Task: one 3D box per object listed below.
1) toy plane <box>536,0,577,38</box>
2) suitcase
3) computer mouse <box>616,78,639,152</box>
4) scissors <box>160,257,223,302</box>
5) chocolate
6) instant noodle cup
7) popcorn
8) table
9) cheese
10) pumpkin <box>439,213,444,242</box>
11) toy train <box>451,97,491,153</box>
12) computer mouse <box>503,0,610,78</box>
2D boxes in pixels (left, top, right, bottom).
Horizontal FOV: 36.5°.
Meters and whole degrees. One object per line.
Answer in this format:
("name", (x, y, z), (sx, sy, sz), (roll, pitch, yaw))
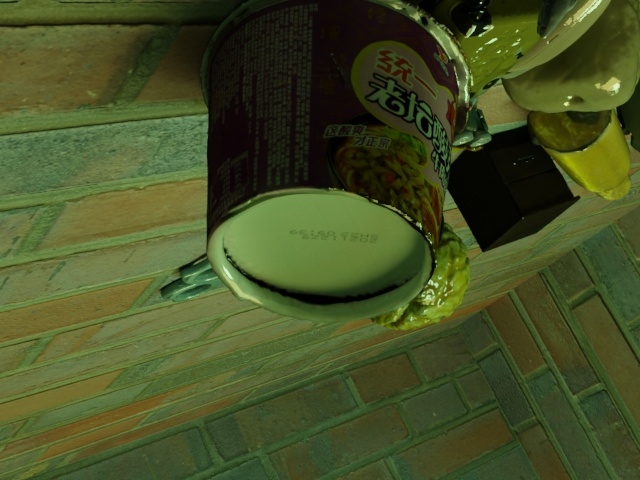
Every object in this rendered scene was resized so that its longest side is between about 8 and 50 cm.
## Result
("toy plane", (0.293, -0.357, 1.117), (0.267, 0.088, 0.212), (-60, 164, -4))
("suitcase", (0.169, -0.277, 1.226), (0.193, 0.143, 0.235), (-16, 160, -37))
("computer mouse", (0.679, -0.302, 1.830), (0.145, 0.228, 0.429), (-21, 167, -8))
("scissors", (-0.151, 0.052, 1.990), (0.360, 0.029, 0.191), (-15, 162, -38))
("chocolate", (0.549, -0.183, 1.996), (0.162, 0.162, 0.445), (-31, 154, 15))
("instant noodle cup", (0.014, -0.081, 1.112), (0.339, 0.266, 0.340), (2, 143, 2))
("popcorn", (0.214, 0.073, 2.234), (0.282, 0.282, 0.247), (-31, 152, 17))
("table", (0.396, -0.114, 2.043), (0.169, 0.193, 0.172), (-17, 162, -31))
("cheese", (0.370, -0.286, 1.416), (0.235, 0.218, 0.117), (-54, 161, 13))
("pumpkin", (0.166, -0.003, 2.019), (0.161, 0.221, 0.220), (17, 165, 6))
("toy train", (0.214, -0.194, 1.685), (0.127, 0.089, 0.219), (-24, 169, 31))
("computer mouse", (0.305, -0.323, 1.298), (0.082, 0.145, 0.236), (13, 141, -32))
